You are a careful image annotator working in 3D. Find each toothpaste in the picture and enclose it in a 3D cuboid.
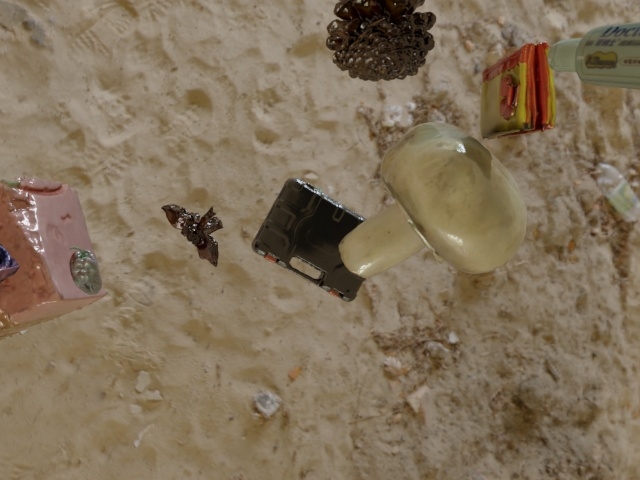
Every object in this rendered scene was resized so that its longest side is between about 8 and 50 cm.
[{"bbox_3d":[0.247,-0.120,0.373,0.037,0.255,0.067,18,98,-27],"label":"toothpaste"}]

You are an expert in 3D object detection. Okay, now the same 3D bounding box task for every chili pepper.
[{"bbox_3d":[-0.446,0.065,1.096,0.050,0.153,0.041,18,45,6],"label":"chili pepper"}]

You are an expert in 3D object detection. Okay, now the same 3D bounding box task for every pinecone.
[{"bbox_3d":[0.123,-0.491,1.260,0.246,0.246,0.292,10,62,-30],"label":"pinecone"}]

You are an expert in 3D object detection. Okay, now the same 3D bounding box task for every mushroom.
[{"bbox_3d":[0.199,-0.041,1.074,0.314,0.336,0.314,44,23,-24],"label":"mushroom"}]

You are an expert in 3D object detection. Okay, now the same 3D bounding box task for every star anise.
[{"bbox_3d":[-0.245,-0.044,1.229,0.158,0.144,0.140,25,31,-33],"label":"star anise"}]

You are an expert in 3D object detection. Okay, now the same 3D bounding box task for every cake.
[{"bbox_3d":[-0.664,0.052,1.205,0.307,0.293,0.314,-19,90,-2],"label":"cake"}]

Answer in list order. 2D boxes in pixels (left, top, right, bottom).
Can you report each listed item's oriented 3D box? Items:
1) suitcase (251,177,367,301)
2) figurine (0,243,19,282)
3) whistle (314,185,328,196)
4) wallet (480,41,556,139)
[{"bbox_3d":[0.000,0.000,1.378,0.285,0.066,0.206,30,86,-16],"label":"suitcase"},{"bbox_3d":[-0.579,0.010,0.931,0.126,0.114,0.157,-71,143,-58],"label":"figurine"},{"bbox_3d":[0.019,-0.065,1.839,0.102,0.106,0.253,-39,115,-15],"label":"whistle"},{"bbox_3d":[0.321,-0.247,0.977,0.067,0.241,0.141,-4,96,0],"label":"wallet"}]
